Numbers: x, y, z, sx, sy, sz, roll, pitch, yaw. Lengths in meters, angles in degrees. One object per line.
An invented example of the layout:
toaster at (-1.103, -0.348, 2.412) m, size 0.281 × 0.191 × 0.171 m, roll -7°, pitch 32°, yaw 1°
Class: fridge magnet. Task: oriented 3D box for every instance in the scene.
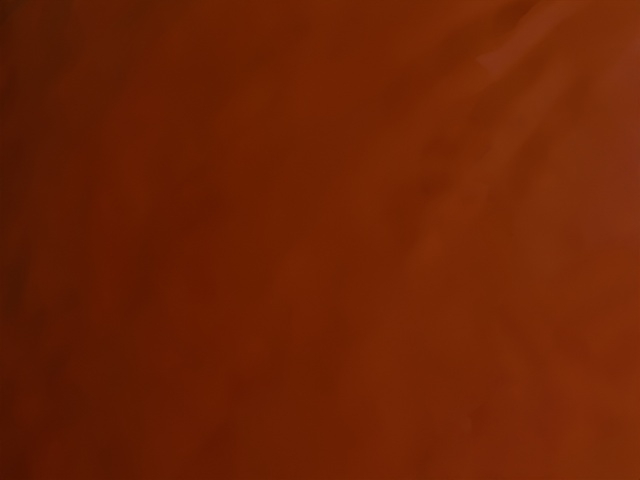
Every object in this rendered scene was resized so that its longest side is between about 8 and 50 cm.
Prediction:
fridge magnet at (0.000, 0.000, 0.525) m, size 0.363 × 0.363 × 0.155 m, roll -50°, pitch 144°, yaw 5°
